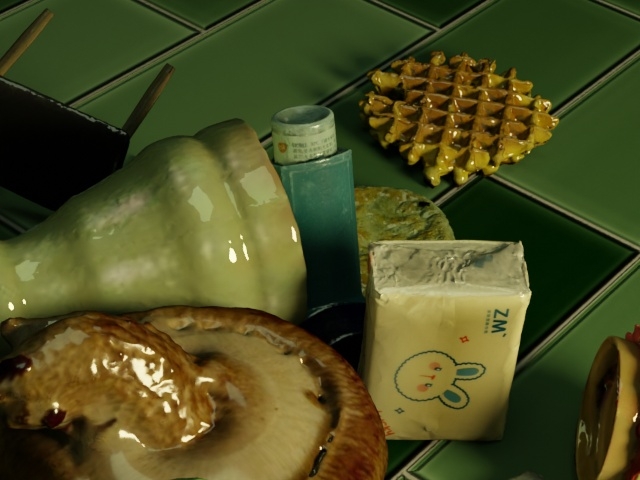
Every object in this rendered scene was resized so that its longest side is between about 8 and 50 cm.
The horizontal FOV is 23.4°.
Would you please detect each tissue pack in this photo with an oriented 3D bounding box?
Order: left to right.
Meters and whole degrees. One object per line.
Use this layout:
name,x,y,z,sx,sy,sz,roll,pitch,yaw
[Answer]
tissue pack,0.110,0.095,1.440,0.148,0.196,0.092,0,39,-4

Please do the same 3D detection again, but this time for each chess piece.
chess piece,-0.252,0.045,1.464,0.442,0.234,0.234,-17,43,-14

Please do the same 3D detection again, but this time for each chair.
chair,-0.290,-0.093,1.654,0.188,0.166,0.272,24,44,2

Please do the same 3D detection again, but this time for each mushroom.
mushroom,-0.111,0.172,1.277,0.345,0.260,0.345,2,43,-2

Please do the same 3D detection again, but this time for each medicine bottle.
medicine bottle,0.000,0.000,1.530,0.079,0.258,0.124,-14,23,-19

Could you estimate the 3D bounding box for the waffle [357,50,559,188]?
waffle,0.165,-0.154,1.873,0.231,0.051,0.228,-18,43,-26

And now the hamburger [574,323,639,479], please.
hamburger,0.313,0.168,1.399,0.137,0.175,0.175,12,39,0

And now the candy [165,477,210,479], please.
candy,-0.194,0.282,1.122,0.343,0.132,0.142,-24,46,18

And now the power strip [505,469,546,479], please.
power strip,0.157,0.282,1.318,0.213,0.064,0.198,-19,46,-27

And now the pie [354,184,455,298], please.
pie,0.058,0.004,1.674,0.187,0.041,0.187,3,39,-2
